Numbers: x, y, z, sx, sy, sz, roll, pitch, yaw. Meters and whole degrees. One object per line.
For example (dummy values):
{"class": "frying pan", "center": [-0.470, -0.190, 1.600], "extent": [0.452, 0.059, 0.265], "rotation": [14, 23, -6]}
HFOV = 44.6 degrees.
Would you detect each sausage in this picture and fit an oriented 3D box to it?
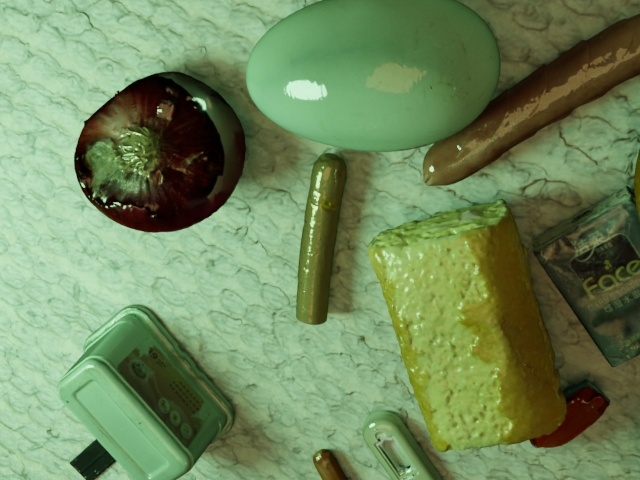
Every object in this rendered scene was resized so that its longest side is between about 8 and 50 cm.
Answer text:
{"class": "sausage", "center": [0.329, -0.208, 1.146], "extent": [0.433, 0.088, 0.088], "rotation": [-32, 99, 20]}
{"class": "sausage", "center": [0.027, 0.451, 1.475], "extent": [0.039, 0.041, 0.131], "rotation": [-22, 103, 25]}
{"class": "sausage", "center": [-0.002, 0.000, 1.308], "extent": [0.066, 0.066, 0.301], "rotation": [12, 110, 9]}

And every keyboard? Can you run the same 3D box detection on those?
{"class": "keyboard", "center": [-0.436, 0.427, 1.595], "extent": [0.198, 0.010, 0.063], "rotation": [-41, 94, 22]}

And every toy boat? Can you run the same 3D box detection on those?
{"class": "toy boat", "center": [0.413, 0.297, 1.320], "extent": [0.069, 0.059, 0.173], "rotation": [39, 120, -2]}

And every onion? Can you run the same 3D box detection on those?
{"class": "onion", "center": [-0.254, -0.134, 1.278], "extent": [0.272, 0.195, 0.272], "rotation": [0, 76, -1]}

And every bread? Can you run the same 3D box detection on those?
{"class": "bread", "center": [0.241, 0.135, 1.243], "extent": [0.237, 0.165, 0.375], "rotation": [-16, 104, 19]}

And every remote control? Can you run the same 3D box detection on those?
{"class": "remote control", "center": [0.154, 0.408, 1.428], "extent": [0.078, 0.042, 0.221], "rotation": [-30, 99, 20]}

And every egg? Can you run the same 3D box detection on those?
{"class": "egg", "center": [0.069, -0.241, 1.118], "extent": [0.371, 0.230, 0.230], "rotation": [1, 109, 21]}

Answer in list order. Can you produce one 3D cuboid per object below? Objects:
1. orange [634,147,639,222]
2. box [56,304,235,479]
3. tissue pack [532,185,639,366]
{"class": "orange", "center": [0.578, -0.059, 1.021], "extent": [0.322, 0.322, 0.357], "rotation": [7, 120, 11]}
{"class": "box", "center": [-0.326, 0.300, 1.431], "extent": [0.175, 0.182, 0.312], "rotation": [-37, 98, 22]}
{"class": "tissue pack", "center": [0.465, 0.058, 1.212], "extent": [0.173, 0.073, 0.235], "rotation": [-32, 100, 20]}
